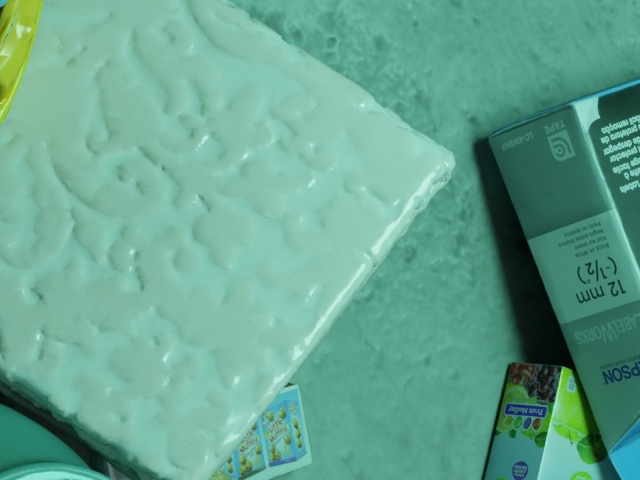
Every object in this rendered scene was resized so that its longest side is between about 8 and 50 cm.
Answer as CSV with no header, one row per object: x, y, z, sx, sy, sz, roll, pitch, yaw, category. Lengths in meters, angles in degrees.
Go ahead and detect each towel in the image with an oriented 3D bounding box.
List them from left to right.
-0.127,-0.032,1.307,0.332,0.053,0.317,35,66,6,towel

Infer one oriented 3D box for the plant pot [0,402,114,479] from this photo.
-0.229,0.216,1.205,0.271,0.255,0.272,-1,91,-38,plant pot

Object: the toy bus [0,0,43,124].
-0.257,-0.172,1.190,0.220,0.211,0.149,21,66,-18,toy bus

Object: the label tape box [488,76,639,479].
0.311,0.032,1.664,0.249,0.115,0.348,-20,87,-42,label tape box

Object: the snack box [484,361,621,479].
0.217,0.224,1.671,0.174,0.070,0.207,21,78,-36,snack box

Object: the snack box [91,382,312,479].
-0.084,0.157,1.465,0.178,0.022,0.064,-16,99,-37,snack box
